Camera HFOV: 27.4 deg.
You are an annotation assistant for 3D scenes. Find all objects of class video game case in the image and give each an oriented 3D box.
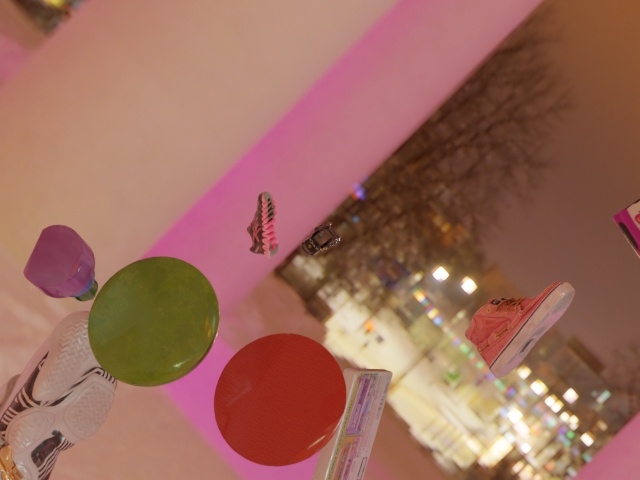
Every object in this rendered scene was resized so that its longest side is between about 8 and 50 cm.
[{"bbox_3d":[0.047,0.302,2.041,0.023,0.212,0.193,17,0,21],"label":"video game case"}]

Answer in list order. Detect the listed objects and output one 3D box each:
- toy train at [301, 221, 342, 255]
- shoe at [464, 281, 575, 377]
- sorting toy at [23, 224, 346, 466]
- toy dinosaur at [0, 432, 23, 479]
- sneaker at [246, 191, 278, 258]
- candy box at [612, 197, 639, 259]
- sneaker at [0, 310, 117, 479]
[{"bbox_3d":[0.000,0.000,1.457,0.027,0.036,0.158,53,6,1],"label":"toy train"},{"bbox_3d":[0.257,0.098,1.726,0.063,0.178,0.081,-16,58,-44],"label":"shoe"},{"bbox_3d":[-0.124,0.106,1.258,0.365,0.127,0.126,29,-14,23],"label":"sorting toy"},{"bbox_3d":[-0.326,0.059,0.892,0.322,0.164,0.218,61,-14,7],"label":"toy dinosaur"},{"bbox_3d":[-0.107,-0.028,2.312,0.057,0.119,0.047,7,16,30],"label":"sneaker"},{"bbox_3d":[0.473,0.059,1.678,0.233,0.071,0.159,46,14,-48],"label":"candy box"},{"bbox_3d":[-0.402,0.225,1.657,0.210,0.366,0.137,31,8,37],"label":"sneaker"}]
